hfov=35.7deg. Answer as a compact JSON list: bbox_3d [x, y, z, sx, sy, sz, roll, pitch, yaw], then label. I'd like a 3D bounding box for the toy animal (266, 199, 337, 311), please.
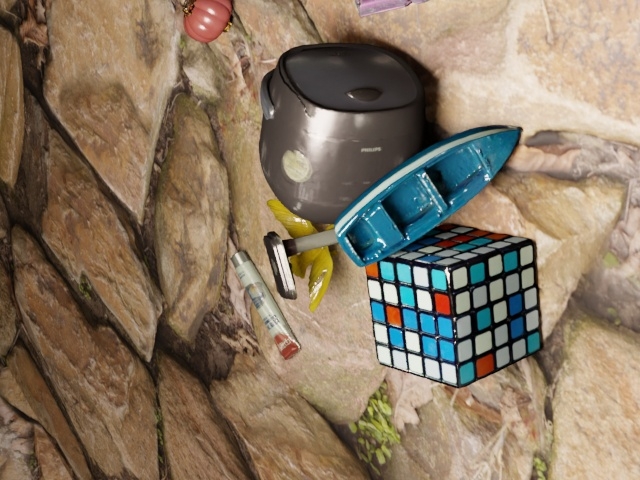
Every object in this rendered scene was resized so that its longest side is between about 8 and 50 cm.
[{"bbox_3d":[0.000,0.000,1.764,0.219,0.155,0.095,59,-179,17],"label":"toy animal"}]

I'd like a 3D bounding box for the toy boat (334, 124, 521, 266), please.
[{"bbox_3d":[0.152,-0.078,1.408,0.096,0.299,0.062,54,-177,-27],"label":"toy boat"}]

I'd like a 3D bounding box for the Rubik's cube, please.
[{"bbox_3d":[0.195,0.090,1.461,0.182,0.187,0.184,11,112,51],"label":"Rubik's cube"}]

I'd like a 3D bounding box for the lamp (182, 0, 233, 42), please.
[{"bbox_3d":[-0.208,-0.418,1.833,0.107,0.092,0.107,-44,33,38],"label":"lamp"}]

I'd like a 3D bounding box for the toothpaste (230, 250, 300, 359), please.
[{"bbox_3d":[-0.112,0.129,2.012,0.062,0.039,0.239,-42,74,45],"label":"toothpaste"}]

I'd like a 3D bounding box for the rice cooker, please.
[{"bbox_3d":[0.031,-0.161,1.504,0.267,0.267,0.224,41,139,35],"label":"rice cooker"}]

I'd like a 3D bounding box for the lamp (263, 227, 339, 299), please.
[{"bbox_3d":[0.055,0.056,1.650,0.124,0.283,0.203,-54,-48,-81],"label":"lamp"}]

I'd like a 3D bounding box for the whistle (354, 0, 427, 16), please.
[{"bbox_3d":[0.112,-0.363,1.489,0.176,0.033,0.033,3,108,53],"label":"whistle"}]
